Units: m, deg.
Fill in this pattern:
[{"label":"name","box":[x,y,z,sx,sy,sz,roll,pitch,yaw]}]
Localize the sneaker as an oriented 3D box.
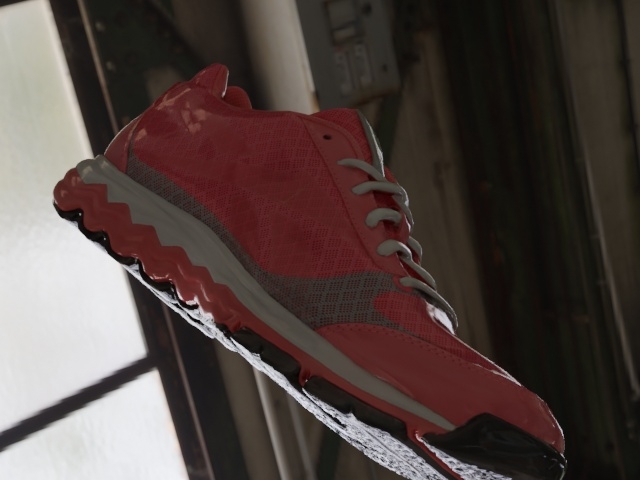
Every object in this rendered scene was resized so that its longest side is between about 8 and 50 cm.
[{"label":"sneaker","box":[-0.001,0.000,0.538,0.314,0.116,0.136,32,-100,35]}]
